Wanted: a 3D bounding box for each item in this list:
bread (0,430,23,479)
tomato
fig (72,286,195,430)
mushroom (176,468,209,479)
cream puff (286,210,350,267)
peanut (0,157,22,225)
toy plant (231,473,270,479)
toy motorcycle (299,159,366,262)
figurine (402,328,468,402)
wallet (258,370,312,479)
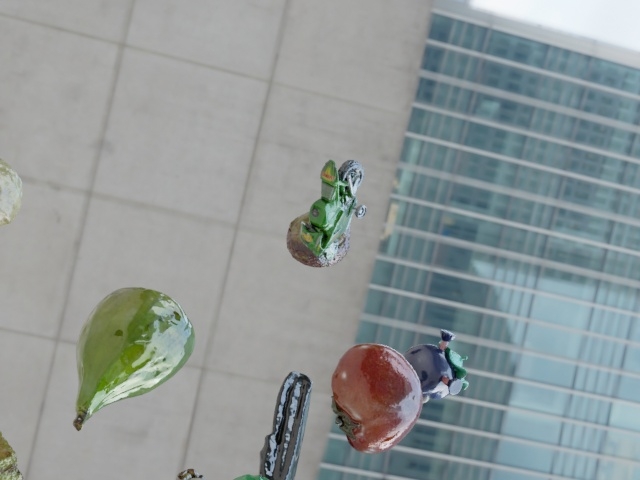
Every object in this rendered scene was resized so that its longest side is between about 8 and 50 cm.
[{"bbox_3d":[-0.548,0.360,1.768,0.172,0.132,0.103,29,-35,54],"label":"bread"},{"bbox_3d":[0.091,0.224,1.586,0.091,0.139,0.159,-9,-74,48],"label":"tomato"},{"bbox_3d":[-0.382,0.226,2.252,0.314,0.233,0.233,-76,-176,-64],"label":"fig"},{"bbox_3d":[-0.207,0.481,2.108,0.187,0.061,0.060,11,-85,38],"label":"mushroom"},{"bbox_3d":[0.000,0.000,2.352,0.149,0.149,0.084,-91,174,-49],"label":"cream puff"},{"bbox_3d":[-0.553,-0.078,1.780,0.140,0.159,0.109,-53,166,-19],"label":"peanut"},{"bbox_3d":[-0.072,0.390,1.518,0.105,0.143,0.200,-47,-164,13],"label":"toy plant"},{"bbox_3d":[0.016,-0.048,1.897,0.074,0.106,0.190,28,-71,34],"label":"toy motorcycle"},{"bbox_3d":[0.149,0.230,1.817,0.102,0.195,0.111,47,24,-60],"label":"figurine"},{"bbox_3d":[-0.084,0.425,1.868,0.228,0.062,0.406,-72,175,-46],"label":"wallet"}]
